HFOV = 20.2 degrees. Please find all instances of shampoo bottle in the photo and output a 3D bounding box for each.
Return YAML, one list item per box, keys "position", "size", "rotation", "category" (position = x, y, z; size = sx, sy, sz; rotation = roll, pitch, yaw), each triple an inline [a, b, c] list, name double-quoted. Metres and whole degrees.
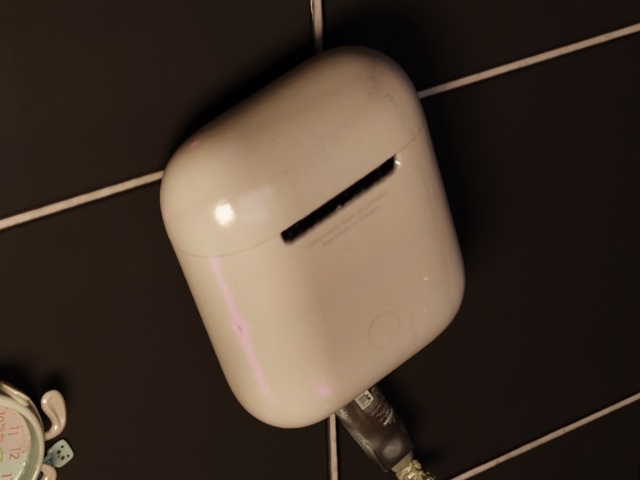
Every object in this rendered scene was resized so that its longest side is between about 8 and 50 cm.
- position: [0.064, 0.206, 1.970]
  size: [0.057, 0.063, 0.208]
  rotation: [-41, 131, -6]
  category: "shampoo bottle"

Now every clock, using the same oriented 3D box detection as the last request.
- position: [-0.325, 0.196, 1.652]
  size: [0.191, 0.062, 0.152]
  rotation: [1, 108, -40]
  category: "clock"

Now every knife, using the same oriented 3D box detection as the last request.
- position: [-0.279, 0.231, 1.740]
  size: [0.096, 0.010, 0.027]
  rotation: [-40, 129, -18]
  category: "knife"

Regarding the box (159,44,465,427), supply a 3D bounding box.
- position: [0.001, 0.000, 1.773]
  size: [0.288, 0.141, 0.349]
  rotation: [-34, 127, -21]
  category: "box"
